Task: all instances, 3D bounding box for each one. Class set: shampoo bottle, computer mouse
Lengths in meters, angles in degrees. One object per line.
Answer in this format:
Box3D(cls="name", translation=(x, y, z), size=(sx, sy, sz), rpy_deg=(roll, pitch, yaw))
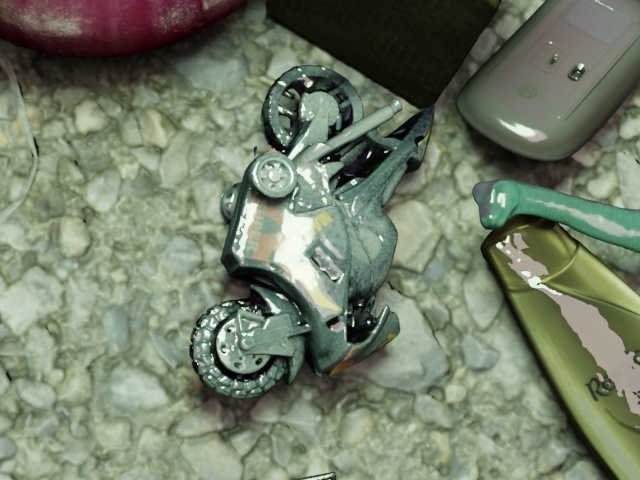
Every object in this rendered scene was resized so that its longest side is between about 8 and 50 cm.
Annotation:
Box3D(cls="shampoo bottle", translation=(0.265, 0.122, 1.265), size=(0.125, 0.084, 0.350), rpy_deg=(-34, 82, -10))
Box3D(cls="computer mouse", translation=(0.216, -0.152, 1.326), size=(0.120, 0.057, 0.232), rpy_deg=(32, 57, 16))

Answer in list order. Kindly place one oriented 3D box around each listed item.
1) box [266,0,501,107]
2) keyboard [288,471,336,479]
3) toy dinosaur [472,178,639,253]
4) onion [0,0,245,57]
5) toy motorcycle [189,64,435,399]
Box3D(cls="box", translation=(0.073, -0.248, 1.237), size=(0.184, 0.273, 0.143), rpy_deg=(32, 75, 0))
Box3D(cls="keyboard", translation=(-0.077, 0.242, 1.227), size=(0.198, 0.010, 0.064), rpy_deg=(-10, 75, -10))
Box3D(cls="toy dinosaur", translation=(0.346, -0.075, 1.311), size=(0.331, 0.129, 0.383), rpy_deg=(28, 51, 9))
Box3D(cls="onion", translation=(-0.178, -0.326, 1.212), size=(0.358, 0.345, 0.358), rpy_deg=(-1, 93, -28))
Box3D(cls="toy motorcycle", translation=(0.000, 0.000, 1.256), size=(0.173, 0.108, 0.307), rpy_deg=(20, 73, -11))
